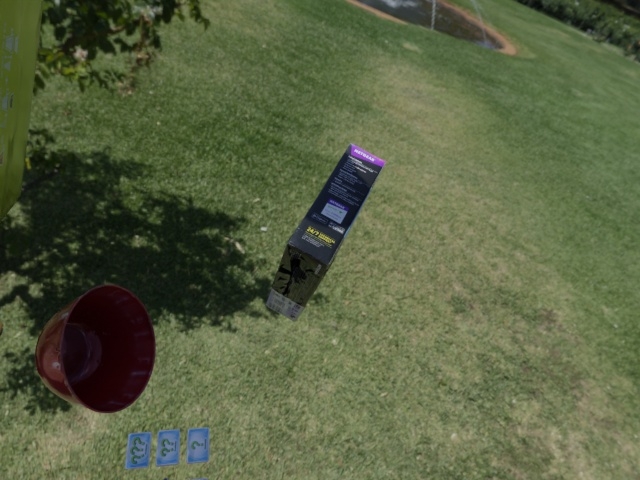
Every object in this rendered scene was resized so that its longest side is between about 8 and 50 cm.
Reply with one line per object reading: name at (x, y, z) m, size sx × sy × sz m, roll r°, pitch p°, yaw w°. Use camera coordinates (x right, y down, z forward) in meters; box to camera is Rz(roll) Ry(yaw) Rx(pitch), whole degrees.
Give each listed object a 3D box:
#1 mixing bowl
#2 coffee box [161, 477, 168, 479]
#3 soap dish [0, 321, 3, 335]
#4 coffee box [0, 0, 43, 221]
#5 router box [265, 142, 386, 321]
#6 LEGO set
mixing bowl at (-0.342, 0.162, 0.670) m, size 0.098 × 0.181 × 0.181 m, roll -11°, pitch 32°, yaw 16°
coffee box at (-0.332, 0.465, 0.750) m, size 0.184 × 0.113 × 0.040 m, roll -22°, pitch 63°, yaw -26°
soap dish at (-0.821, 0.295, 0.975) m, size 0.118 × 0.291 × 0.229 m, roll 35°, pitch 27°, yaw -37°
coffee box at (-0.496, -0.180, 0.442) m, size 0.334 × 0.337 × 0.338 m, roll 9°, pitch 16°, yaw -25°
router box at (0.000, 0.000, 0.493) m, size 0.046 × 0.179 × 0.133 m, roll 29°, pitch 62°, yaw 2°
LEGO set at (-0.333, 0.526, 0.974) m, size 0.182 × 0.060 × 0.244 m, roll 2°, pitch 50°, yaw -14°
